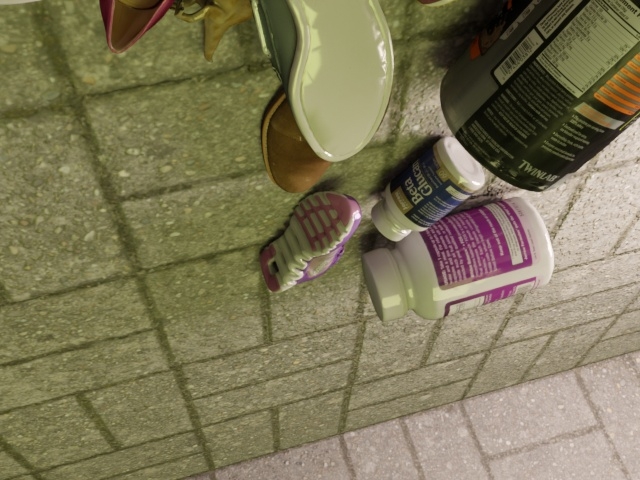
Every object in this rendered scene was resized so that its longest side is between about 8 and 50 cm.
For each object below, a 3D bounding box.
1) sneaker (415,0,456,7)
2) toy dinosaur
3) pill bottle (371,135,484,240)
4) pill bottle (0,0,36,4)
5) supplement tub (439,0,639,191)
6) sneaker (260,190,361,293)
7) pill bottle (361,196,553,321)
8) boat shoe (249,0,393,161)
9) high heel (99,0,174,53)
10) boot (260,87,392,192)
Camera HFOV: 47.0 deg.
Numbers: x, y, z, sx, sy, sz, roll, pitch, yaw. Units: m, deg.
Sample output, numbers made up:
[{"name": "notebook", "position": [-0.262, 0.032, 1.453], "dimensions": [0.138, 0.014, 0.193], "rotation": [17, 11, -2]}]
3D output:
[{"name": "sneaker", "position": [0.158, -0.323, 0.753], "dimensions": [0.185, 0.069, 0.084], "rotation": [-37, 137, 18]}, {"name": "toy dinosaur", "position": [-0.107, -0.237, 0.749], "dimensions": [0.092, 0.053, 0.183], "rotation": [0, 145, -32]}, {"name": "pill bottle", "position": [0.158, -0.073, 1.126], "dimensions": [0.094, 0.094, 0.169], "rotation": [13, 137, -42]}, {"name": "pill bottle", "position": [-0.192, -0.280, 0.398], "dimensions": [0.160, 0.283, 0.160], "rotation": [-14, 150, -9]}, {"name": "supplement tub", "position": [0.311, -0.230, 0.842], "dimensions": [0.207, 0.207, 0.338], "rotation": [6, 142, -36]}, {"name": "sneaker", "position": [0.000, 0.000, 1.171], "dimensions": [0.104, 0.095, 0.236], "rotation": [-3, 152, -38]}, {"name": "pill bottle", "position": [0.231, 0.040, 1.281], "dimensions": [0.301, 0.169, 0.169], "rotation": [-16, 150, -5]}, {"name": "boat shoe", "position": [-0.009, -0.221, 0.717], "dimensions": [0.116, 0.099, 0.319], "rotation": [-29, 136, -12]}, {"name": "high heel", "position": [-0.122, -0.243, 0.584], "dimensions": [0.082, 0.117, 0.244], "rotation": [18, 161, -31]}, {"name": "boot", "position": [0.003, -0.139, 0.913], "dimensions": [0.112, 0.115, 0.305], "rotation": [-6, 149, -24]}]
